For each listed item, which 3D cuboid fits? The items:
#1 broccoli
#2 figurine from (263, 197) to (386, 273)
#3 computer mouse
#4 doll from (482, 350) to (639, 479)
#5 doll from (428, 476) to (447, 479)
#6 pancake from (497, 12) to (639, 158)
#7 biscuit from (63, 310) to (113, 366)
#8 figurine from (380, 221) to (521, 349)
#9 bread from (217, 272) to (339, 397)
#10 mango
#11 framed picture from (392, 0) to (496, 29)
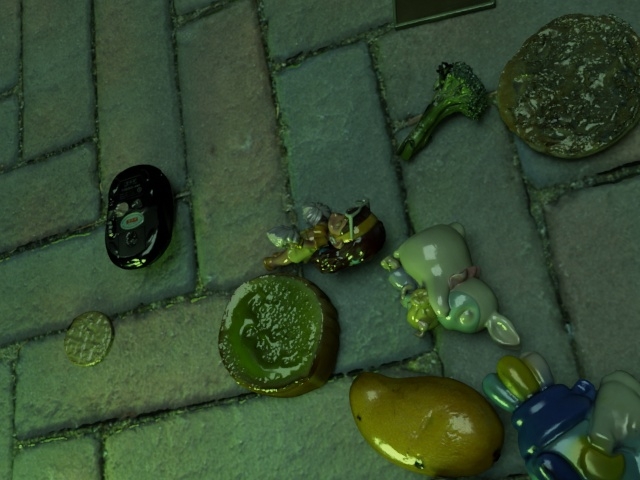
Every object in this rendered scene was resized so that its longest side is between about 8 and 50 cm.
[{"bbox_3d":[0.214,-0.230,1.379,0.122,0.118,0.204,47,109,18],"label":"broccoli"},{"bbox_3d":[0.002,0.000,1.360,0.240,0.175,0.115,-8,108,30],"label":"figurine"},{"bbox_3d":[-0.363,-0.043,1.546,0.137,0.096,0.233,-10,64,14],"label":"computer mouse"},{"bbox_3d":[0.425,0.292,1.068,0.366,0.187,0.376,-7,42,12],"label":"doll"},{"bbox_3d":[0.173,0.467,1.135,0.115,0.105,0.221,2,92,6],"label":"doll"},{"bbox_3d":[0.444,-0.270,1.316,0.283,0.049,0.282,-8,68,20],"label":"pancake"},{"bbox_3d":[-0.476,0.201,1.550,0.120,0.015,0.120,-7,69,19],"label":"biscuit"},{"bbox_3d":[0.216,0.099,1.240,0.155,0.127,0.235,-24,66,-7],"label":"figurine"},{"bbox_3d":[-0.075,0.171,1.364,0.236,0.070,0.236,-8,68,19],"label":"bread"},{"bbox_3d":[0.166,0.288,1.204,0.262,0.109,0.157,15,88,33],"label":"mango"},{"bbox_3d":[0.241,-0.505,1.502,0.203,0.015,0.150,-9,69,20],"label":"framed picture"}]
